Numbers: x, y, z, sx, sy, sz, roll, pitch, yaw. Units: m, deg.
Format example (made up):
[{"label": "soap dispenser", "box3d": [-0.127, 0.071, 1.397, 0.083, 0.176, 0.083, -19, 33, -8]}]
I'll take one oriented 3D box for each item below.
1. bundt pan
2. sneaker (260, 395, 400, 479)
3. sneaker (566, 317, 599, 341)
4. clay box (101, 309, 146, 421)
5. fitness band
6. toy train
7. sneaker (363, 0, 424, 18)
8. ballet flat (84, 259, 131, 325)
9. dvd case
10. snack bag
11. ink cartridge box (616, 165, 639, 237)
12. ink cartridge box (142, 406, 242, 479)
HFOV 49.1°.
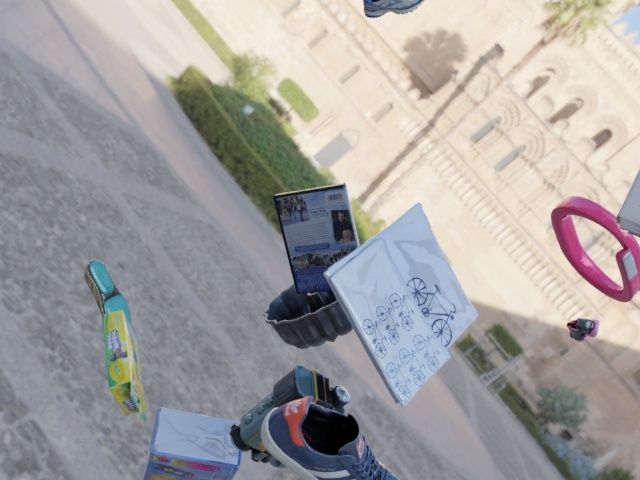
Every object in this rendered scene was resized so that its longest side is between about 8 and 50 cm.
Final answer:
[{"label": "bundt pan", "box3d": [0.010, 0.192, 1.973, 0.331, 0.331, 0.124, -117, -178, -75]}, {"label": "sneaker", "box3d": [0.059, 0.419, 1.342, 0.350, 0.148, 0.131, 36, 37, -17]}, {"label": "sneaker", "box3d": [0.557, 0.188, 1.517, 0.057, 0.047, 0.119, 13, -17, 3]}, {"label": "clay box", "box3d": [-0.427, 0.277, 1.525, 0.127, 0.053, 0.222, 83, -10, -48]}, {"label": "fitness band", "box3d": [0.598, 0.019, 1.508, 0.209, 0.054, 0.290, 43, -9, 47]}, {"label": "toy train", "box3d": [-0.082, 0.455, 1.790, 0.190, 0.334, 0.142, 34, 30, -26]}, {"label": "sneaker", "box3d": [0.149, -0.497, 1.435, 0.058, 0.135, 0.052, 60, 27, -50]}, {"label": "ballet flat", "box3d": [-0.551, 0.148, 1.809, 0.067, 0.073, 0.206, -21, -90, 53]}, {"label": "dvd case", "box3d": [0.000, 0.000, 1.648, 0.022, 0.181, 0.252, -45, 125, -64]}, {"label": "snack bag", "box3d": [0.194, 0.125, 1.494, 0.037, 0.343, 0.323, -19, -77, 51]}, {"label": "ink cartridge box", "box3d": [0.564, -0.112, 0.957, 0.207, 0.282, 0.117, 26, 5, 23]}, {"label": "ink cartridge box", "box3d": [-0.406, 0.686, 2.197, 0.270, 0.395, 0.151, 13, 53, -9]}]
